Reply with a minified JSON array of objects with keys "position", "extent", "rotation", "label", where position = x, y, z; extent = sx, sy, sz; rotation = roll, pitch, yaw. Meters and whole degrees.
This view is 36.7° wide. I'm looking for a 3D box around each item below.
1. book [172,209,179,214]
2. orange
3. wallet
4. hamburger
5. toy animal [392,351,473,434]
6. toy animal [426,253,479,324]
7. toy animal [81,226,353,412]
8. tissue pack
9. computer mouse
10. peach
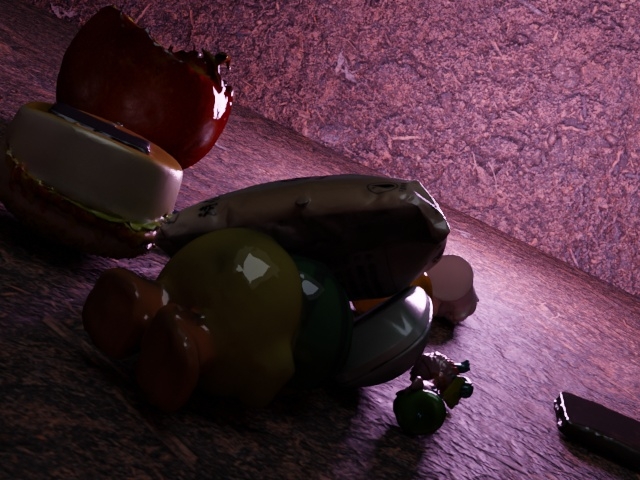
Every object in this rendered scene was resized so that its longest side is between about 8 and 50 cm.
[{"position":[-0.161,0.016,1.679],"extent":[0.269,0.025,0.191],"rotation":[22,12,-10],"label":"book"},{"position":[0.119,0.088,1.697],"extent":[0.155,0.134,0.154],"rotation":[38,-7,5],"label":"orange"},{"position":[0.531,0.343,1.584],"extent":[0.310,0.042,0.165],"rotation":[24,14,3],"label":"wallet"},{"position":[-0.341,-0.083,1.398],"extent":[0.276,0.179,0.294],"rotation":[24,9,-16],"label":"hamburger"},{"position":[0.167,0.207,1.335],"extent":[0.103,0.100,0.208],"rotation":[-8,-3,19],"label":"toy animal"},{"position":[0.267,0.122,1.952],"extent":[0.104,0.130,0.221],"rotation":[-6,-22,11],"label":"toy animal"},{"position":[-0.087,0.085,1.128],"extent":[0.216,0.191,0.338],"rotation":[32,14,35],"label":"toy animal"},{"position":[0.000,0.000,1.398],"extent":[0.390,0.195,0.375],"rotation":[-4,-3,10],"label":"tissue pack"},{"position":[0.093,0.143,1.370],"extent":[0.097,0.159,0.288],"rotation":[57,10,4],"label":"computer mouse"},{"position":[-0.352,-0.275,1.899],"extent":[0.335,0.310,0.406],"rotation":[26,4,-15],"label":"peach"}]
